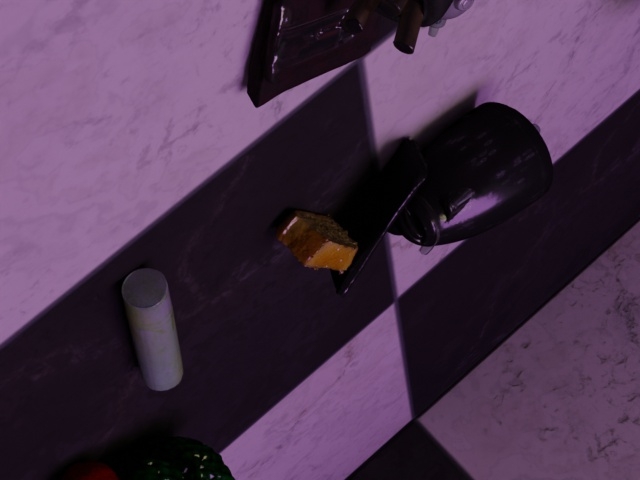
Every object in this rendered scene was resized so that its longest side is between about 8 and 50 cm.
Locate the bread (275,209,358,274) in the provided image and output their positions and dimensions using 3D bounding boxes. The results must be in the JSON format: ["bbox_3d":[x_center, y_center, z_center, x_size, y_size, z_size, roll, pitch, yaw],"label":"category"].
[{"bbox_3d":[0.000,0.000,1.967,0.065,0.103,0.187,-52,152,12],"label":"bread"}]

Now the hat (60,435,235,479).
[{"bbox_3d":[-0.332,0.484,2.096,0.332,0.242,0.274,26,96,-53],"label":"hat"}]

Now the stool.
[{"bbox_3d":[0.077,-0.345,1.437,0.139,0.228,0.153,-58,-158,-18],"label":"stool"}]

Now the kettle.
[{"bbox_3d":[0.241,-0.093,2.114,0.290,0.207,0.268,-36,-170,-22],"label":"kettle"}]

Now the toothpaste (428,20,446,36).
[{"bbox_3d":[0.191,-0.386,1.719,0.048,0.029,0.197,-29,150,-34],"label":"toothpaste"}]

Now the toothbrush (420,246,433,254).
[{"bbox_3d":[0.295,-0.061,2.417,0.024,0.021,0.288,-36,168,-50],"label":"toothbrush"}]

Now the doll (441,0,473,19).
[{"bbox_3d":[0.220,-0.421,1.572,0.287,0.151,0.151,-51,157,25],"label":"doll"}]

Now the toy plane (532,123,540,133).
[{"bbox_3d":[0.399,-0.195,2.361,0.171,0.066,0.162,-25,162,-30],"label":"toy plane"}]

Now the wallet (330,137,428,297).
[{"bbox_3d":[0.095,-0.044,2.037,0.030,0.146,0.285,25,114,-22],"label":"wallet"}]

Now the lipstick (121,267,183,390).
[{"bbox_3d":[-0.263,0.149,1.813,0.076,0.076,0.304,-36,156,-20],"label":"lipstick"}]

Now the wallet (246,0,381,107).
[{"bbox_3d":[0.004,-0.287,1.550,0.229,0.049,0.182,-29,150,-36],"label":"wallet"}]
